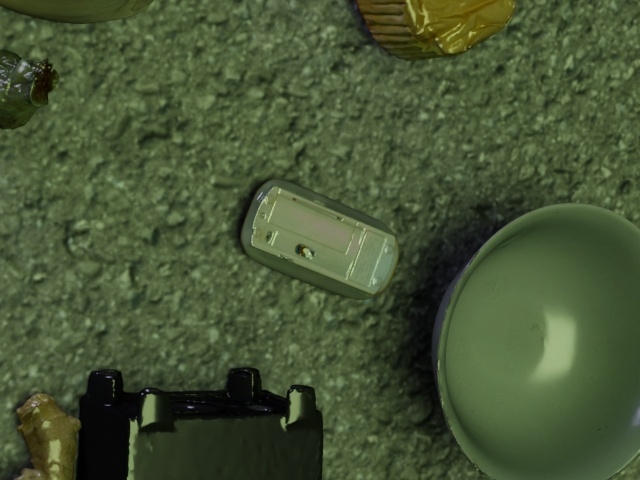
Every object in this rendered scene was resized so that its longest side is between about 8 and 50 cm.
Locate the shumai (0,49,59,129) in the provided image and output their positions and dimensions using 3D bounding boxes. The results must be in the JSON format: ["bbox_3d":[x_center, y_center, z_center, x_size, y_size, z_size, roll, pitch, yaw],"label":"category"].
[{"bbox_3d":[-0.313,-0.154,1.728,0.082,0.080,0.083,0,97,-24],"label":"shumai"}]

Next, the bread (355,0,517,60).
[{"bbox_3d":[0.116,-0.327,1.888,0.179,0.133,0.250,-25,106,-22],"label":"bread"}]

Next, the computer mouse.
[{"bbox_3d":[-0.001,0.000,1.914,0.199,0.045,0.102,21,87,-26],"label":"computer mouse"}]

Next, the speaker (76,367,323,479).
[{"bbox_3d":[-0.137,0.272,1.803,0.232,0.184,0.254,1,92,-26],"label":"speaker"}]

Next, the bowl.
[{"bbox_3d":[0.249,0.121,1.986,0.346,0.157,0.345,-3,97,-26],"label":"bowl"}]

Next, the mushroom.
[{"bbox_3d":[-0.260,-0.277,1.736,0.247,0.096,0.108,-9,124,-22],"label":"mushroom"}]

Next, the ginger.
[{"bbox_3d":[-0.310,0.307,1.784,0.089,0.075,0.288,12,87,-28],"label":"ginger"}]
